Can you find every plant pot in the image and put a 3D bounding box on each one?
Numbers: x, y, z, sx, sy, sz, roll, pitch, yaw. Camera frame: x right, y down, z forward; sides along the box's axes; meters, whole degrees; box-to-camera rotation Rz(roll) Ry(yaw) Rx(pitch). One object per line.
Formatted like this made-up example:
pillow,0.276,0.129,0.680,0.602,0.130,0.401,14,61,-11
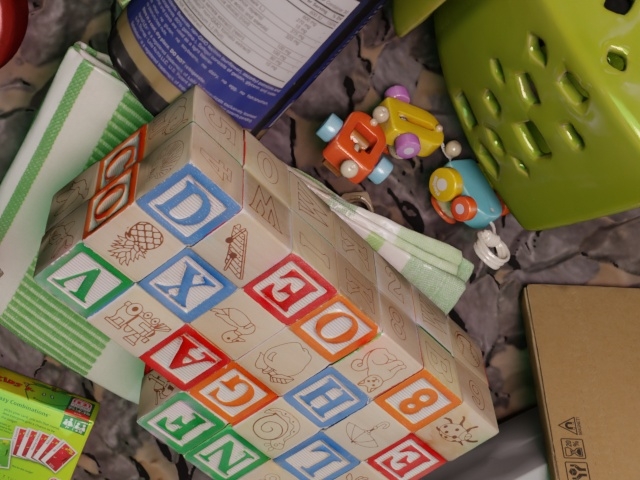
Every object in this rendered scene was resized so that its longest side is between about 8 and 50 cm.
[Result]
plant pot,0.187,-0.159,0.743,0.228,0.227,0.207,-41,95,-13

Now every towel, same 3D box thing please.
towel,-0.085,0.030,0.851,0.325,0.038,0.248,30,116,-10

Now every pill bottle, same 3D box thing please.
pill bottle,-0.023,-0.167,0.717,0.123,0.123,0.219,41,114,-10

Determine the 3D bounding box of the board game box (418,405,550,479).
board game box,0.161,0.302,0.880,0.224,0.097,0.303,-21,105,-22

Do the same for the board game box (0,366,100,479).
board game box,-0.272,0.140,0.887,0.181,0.043,0.092,22,99,-8

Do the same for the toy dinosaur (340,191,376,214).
toy dinosaur,0.000,0.000,0.868,0.092,0.053,0.183,-22,102,3

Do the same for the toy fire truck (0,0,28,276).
toy fire truck,-0.277,-0.095,0.786,0.217,0.158,0.246,-38,106,4

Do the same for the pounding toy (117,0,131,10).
pounding toy,-0.135,-0.249,0.732,0.269,0.154,0.155,6,73,-4

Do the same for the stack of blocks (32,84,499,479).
stack of blocks,-0.042,0.061,0.757,0.171,0.087,0.297,-34,122,22

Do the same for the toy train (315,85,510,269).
toy train,0.065,-0.043,0.839,0.166,0.125,0.046,37,130,-14

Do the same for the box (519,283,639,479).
box,0.240,0.118,0.845,0.164,0.201,0.021,3,138,-5
